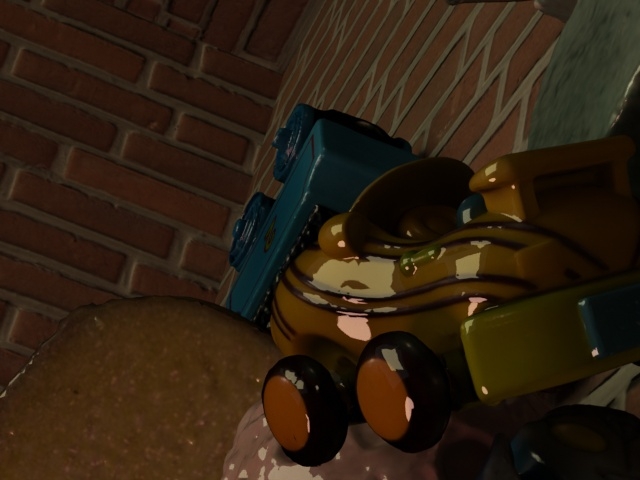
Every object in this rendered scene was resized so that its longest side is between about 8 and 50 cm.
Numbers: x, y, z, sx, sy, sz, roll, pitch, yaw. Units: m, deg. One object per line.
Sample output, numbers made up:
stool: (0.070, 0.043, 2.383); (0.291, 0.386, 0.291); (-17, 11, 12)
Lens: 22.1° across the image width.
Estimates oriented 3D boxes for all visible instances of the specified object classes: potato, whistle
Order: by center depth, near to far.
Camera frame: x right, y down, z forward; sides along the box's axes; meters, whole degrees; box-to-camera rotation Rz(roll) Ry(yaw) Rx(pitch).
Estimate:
whistle: (0.233, -0.122, 0.993); (0.404, 0.168, 0.188); (-86, 19, -59)
potato: (-0.164, 0.288, 1.732); (0.442, 0.385, 0.319); (-64, -8, -7)

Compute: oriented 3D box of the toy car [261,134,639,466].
toy car: (0.074, 0.024, 0.860); (0.248, 0.200, 0.142); (-19, 84, 52)

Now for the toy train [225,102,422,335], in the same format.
toy train: (0.000, 0.000, 2.007); (0.265, 0.188, 0.300); (-95, 29, -60)

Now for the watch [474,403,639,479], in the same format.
watch: (0.104, 0.241, 0.810); (0.305, 0.241, 0.274); (-73, -3, -55)

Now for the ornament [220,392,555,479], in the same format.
ornament: (0.058, 0.184, 1.062); (0.259, 0.259, 0.225); (129, 160, -61)

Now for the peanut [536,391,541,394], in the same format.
peanut: (0.126, 0.065, 1.330); (0.290, 0.130, 0.130); (-165, 96, -77)

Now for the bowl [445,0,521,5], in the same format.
bowl: (0.242, -0.335, 1.440); (0.337, 0.157, 0.337); (-158, 90, -81)
